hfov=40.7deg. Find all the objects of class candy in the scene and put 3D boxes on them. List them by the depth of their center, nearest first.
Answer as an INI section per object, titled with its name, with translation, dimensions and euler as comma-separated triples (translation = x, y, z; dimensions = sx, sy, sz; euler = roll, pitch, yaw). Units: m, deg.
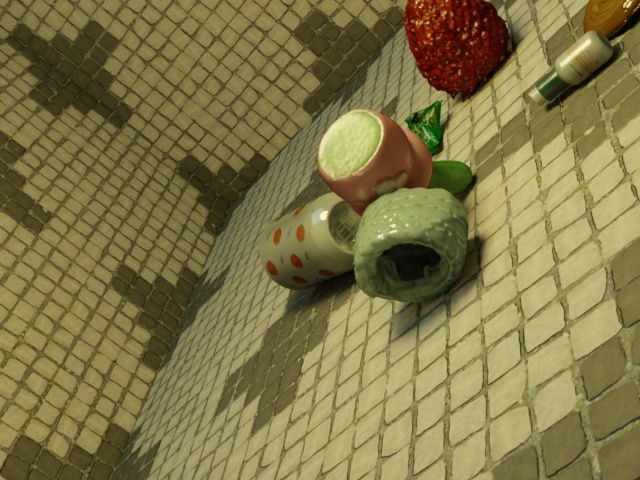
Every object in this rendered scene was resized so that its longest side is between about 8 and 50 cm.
[candy]
translation = 0.283, -0.284, 2.336
dimensions = 0.141, 0.078, 0.203
euler = 129, 158, -50

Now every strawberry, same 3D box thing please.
[strawberry]
translation = 0.343, -0.570, 2.315
dimensions = 0.292, 0.343, 0.292
euler = -29, 36, 24

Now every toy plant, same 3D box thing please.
[toy plant]
translation = 0.137, -0.113, 1.866
dimensions = 0.317, 0.356, 0.210
euler = -50, 53, 6

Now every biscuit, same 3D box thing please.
[biscuit]
translation = 0.640, -0.544, 1.842
dimensions = 0.262, 0.037, 0.262
euler = -61, 11, 20

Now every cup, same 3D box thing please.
[cup]
translation = 0.000, 0.000, 2.245
dimensions = 0.317, 0.212, 0.212
euler = -24, 31, 59

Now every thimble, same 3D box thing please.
[thimble]
translation = 0.174, 0.007, 1.709
dimensions = 0.250, 0.205, 0.172
euler = -30, 33, 37

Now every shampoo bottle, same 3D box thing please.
[shampoo bottle]
translation = 0.515, -0.352, 1.797
dimensions = 0.192, 0.074, 0.074
euler = -41, 18, 33
